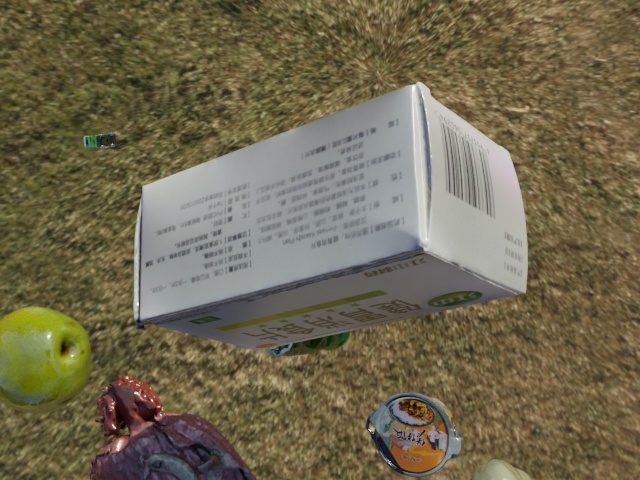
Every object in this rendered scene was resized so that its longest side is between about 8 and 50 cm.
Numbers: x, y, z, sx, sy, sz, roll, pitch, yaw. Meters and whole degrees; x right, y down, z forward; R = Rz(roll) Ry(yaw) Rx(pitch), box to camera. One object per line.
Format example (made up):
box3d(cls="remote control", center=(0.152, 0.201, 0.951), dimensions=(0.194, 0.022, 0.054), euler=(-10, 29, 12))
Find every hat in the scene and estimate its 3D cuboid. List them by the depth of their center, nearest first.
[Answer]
box3d(cls="hat", center=(-0.202, 0.304, 1.043), dimensions=(0.236, 0.107, 0.286), euler=(-25, 89, 9))

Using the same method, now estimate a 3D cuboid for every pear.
box3d(cls="pear", center=(-0.489, 0.205, 1.396), dimensions=(0.216, 0.166, 0.180), euler=(-20, 91, 42))

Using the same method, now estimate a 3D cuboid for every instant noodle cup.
box3d(cls="instant noodle cup", center=(0.217, 0.411, 1.783), dimensions=(0.208, 0.125, 0.178), euler=(26, 99, 23))

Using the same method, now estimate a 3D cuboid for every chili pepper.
box3d(cls="chili pepper", center=(-0.009, 0.178, 1.747), dimensions=(0.099, 0.270, 0.136), euler=(3, 86, 24))

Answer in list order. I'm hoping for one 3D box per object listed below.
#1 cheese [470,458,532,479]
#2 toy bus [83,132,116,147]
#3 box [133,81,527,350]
box3d(cls="cheese", center=(0.373, 0.530, 1.599), dimensions=(0.247, 0.173, 0.251), euler=(-9, 125, -37))
box3d(cls="toy bus", center=(-0.468, -0.214, 1.757), dimensions=(0.037, 0.083, 0.031), euler=(1, 101, 15))
box3d(cls="box", center=(-0.002, 0.000, 0.746), dimensions=(0.332, 0.173, 0.145), euler=(-16, 65, 34))
